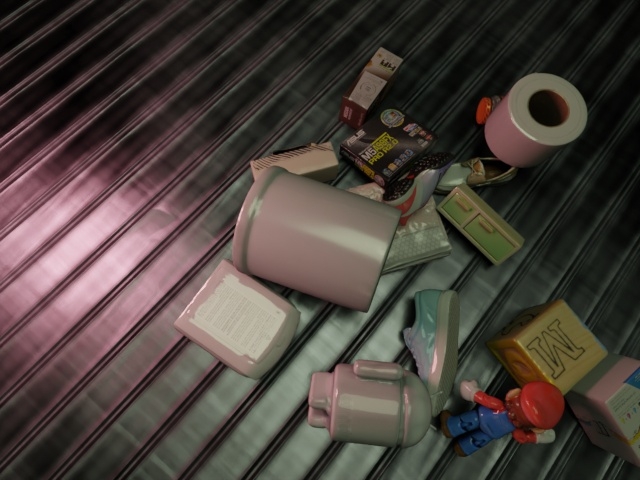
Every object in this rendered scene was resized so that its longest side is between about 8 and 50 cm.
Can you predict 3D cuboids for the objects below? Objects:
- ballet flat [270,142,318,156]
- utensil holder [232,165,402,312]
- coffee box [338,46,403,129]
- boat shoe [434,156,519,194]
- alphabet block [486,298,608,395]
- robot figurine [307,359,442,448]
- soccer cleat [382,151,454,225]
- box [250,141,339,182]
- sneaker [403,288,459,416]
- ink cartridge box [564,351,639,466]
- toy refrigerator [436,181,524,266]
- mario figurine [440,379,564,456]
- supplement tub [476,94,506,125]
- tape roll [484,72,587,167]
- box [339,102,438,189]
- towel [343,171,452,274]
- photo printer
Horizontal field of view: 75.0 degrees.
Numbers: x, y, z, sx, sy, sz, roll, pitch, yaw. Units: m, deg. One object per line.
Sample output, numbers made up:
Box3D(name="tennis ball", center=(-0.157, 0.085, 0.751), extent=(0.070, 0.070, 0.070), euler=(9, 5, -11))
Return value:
Box3D(name="ballet flat", center=(-0.087, -0.298, 1.429), extent=(0.173, 0.049, 0.057), euler=(-18, 76, -8))
Box3D(name="utensil holder", center=(0.000, 0.000, 1.180), extent=(0.385, 0.327, 0.327), euler=(19, 73, 9))
Box3D(name="coffee box", center=(0.175, -0.530, 1.467), extent=(0.098, 0.141, 0.246), euler=(33, 74, 6))
Box3D(name="boat shoe", center=(0.520, -0.233, 1.416), extent=(0.302, 0.103, 0.113), euler=(-11, 74, -6))
Box3D(name="alphabet block", center=(0.650, 0.314, 1.215), extent=(0.197, 0.192, 0.193), euler=(-34, 76, -13))
Box3D(name="robot figurine", center=(0.144, 0.446, 1.130), extent=(0.353, 0.300, 0.200), euler=(4, 30, 4))
Box3D(name="soccer cleat", center=(0.327, -0.176, 1.349), extent=(0.318, 0.109, 0.116), euler=(-41, 121, -25))
Box3D(name="box", center=(-0.085, -0.231, 1.378), extent=(0.275, 0.113, 0.094), euler=(-16, 74, -9))
Box3D(name="sneaker", center=(0.321, 0.324, 1.246), extent=(0.150, 0.135, 0.366), euler=(3, 80, 39))
Box3D(name="ink cartridge box", center=(0.830, 0.460, 1.160), extent=(0.171, 0.168, 0.232), euler=(-35, 97, -12))
Box3D(name="toy refrigerator", center=(0.513, -0.054, 1.345), extent=(0.269, 0.102, 0.094), euler=(47, 36, 10))
Box3D(name="mario figurine", center=(0.503, 0.472, 1.144), extent=(0.320, 0.198, 0.170), euler=(-35, 34, 25))
Box3D(name="supplement tub", center=(0.665, -0.452, 1.484), extent=(0.190, 0.117, 0.117), euler=(6, 73, -1))
Box3D(name="tape roll", center=(0.673, -0.374, 1.319), extent=(0.246, 0.169, 0.246), euler=(1, 77, -3))
Box3D(name="box", center=(0.233, -0.325, 1.423), extent=(0.270, 0.060, 0.216), euler=(-41, 71, -19))
Box3D(name="towel", center=(0.235, -0.058, 1.375), extent=(0.332, 0.053, 0.317), euler=(-16, 75, -9))
Box3D(name="photo printer", center=(-0.229, 0.237, 1.228), extent=(0.307, 0.107, 0.256), euler=(32, 74, 6))
